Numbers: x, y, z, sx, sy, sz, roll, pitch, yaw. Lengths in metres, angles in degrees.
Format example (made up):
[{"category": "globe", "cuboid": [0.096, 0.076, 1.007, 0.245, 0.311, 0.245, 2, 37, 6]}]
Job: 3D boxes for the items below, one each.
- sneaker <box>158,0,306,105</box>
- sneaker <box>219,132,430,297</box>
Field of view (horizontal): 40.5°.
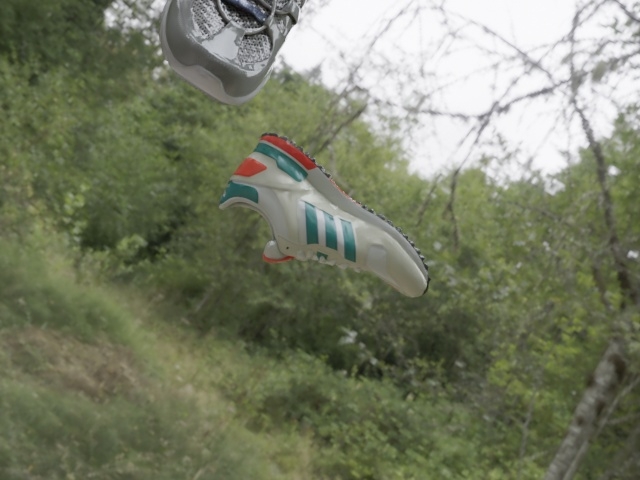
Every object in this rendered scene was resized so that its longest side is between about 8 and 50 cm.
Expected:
[{"category": "sneaker", "cuboid": [-0.052, -0.234, 0.739, 0.105, 0.281, 0.115, 29, -39, -16]}, {"category": "sneaker", "cuboid": [0.000, 0.000, 0.614, 0.161, 0.075, 0.057, 41, -12, 0]}]
